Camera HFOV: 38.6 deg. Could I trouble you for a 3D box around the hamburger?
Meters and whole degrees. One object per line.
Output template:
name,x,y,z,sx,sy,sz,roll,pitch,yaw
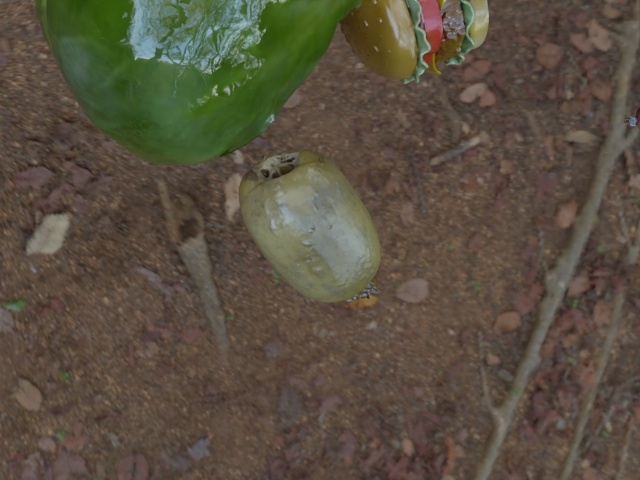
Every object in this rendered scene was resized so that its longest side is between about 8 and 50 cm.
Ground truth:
hamburger,0.137,-0.406,1.578,0.212,0.274,0.274,-26,110,-14

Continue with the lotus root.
lotus root,0.000,0.000,1.396,0.169,0.151,0.342,-26,131,10

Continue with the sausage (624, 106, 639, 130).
sausage,0.342,-0.101,0.678,0.223,0.029,0.029,-5,105,15

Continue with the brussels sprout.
brussels sprout,-0.104,-0.262,0.867,0.371,0.276,0.314,-53,140,-23
